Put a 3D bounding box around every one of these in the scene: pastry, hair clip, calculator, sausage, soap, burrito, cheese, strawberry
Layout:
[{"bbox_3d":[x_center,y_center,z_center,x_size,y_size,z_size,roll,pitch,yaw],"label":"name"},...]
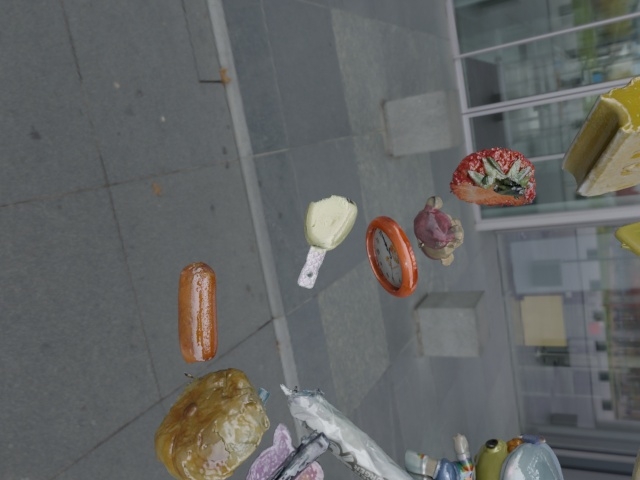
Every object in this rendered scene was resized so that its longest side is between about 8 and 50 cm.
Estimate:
[{"bbox_3d":[-0.136,0.234,0.690,0.081,0.153,0.153,65,35,-37],"label":"pastry"},{"bbox_3d":[-0.054,0.415,0.958,0.146,0.056,0.187,43,72,2],"label":"hair clip"},{"bbox_3d":[0.770,-0.004,1.192,0.157,0.236,0.033,-106,-171,-57],"label":"calculator"},{"bbox_3d":[-0.239,0.140,1.063,0.076,0.076,0.198,-3,93,-61],"label":"sausage"},{"bbox_3d":[0.820,-0.273,1.400,0.335,0.293,0.156,81,-8,-66],"label":"soap"},{"bbox_3d":[0.070,0.509,1.380,0.101,0.445,0.139,-49,172,-5],"label":"burrito"},{"bbox_3d":[0.000,0.000,1.340,0.050,0.127,0.256,82,27,-62],"label":"cheese"},{"bbox_3d":[0.383,-0.143,1.220,0.286,0.188,0.106,158,-52,-88],"label":"strawberry"}]

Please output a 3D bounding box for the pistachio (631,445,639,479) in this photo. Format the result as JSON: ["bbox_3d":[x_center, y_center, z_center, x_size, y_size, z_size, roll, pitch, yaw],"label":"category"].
[{"bbox_3d":[0.862,0.483,1.156,0.445,0.281,0.365,-41,102,-10],"label":"pistachio"}]

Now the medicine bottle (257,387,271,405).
[{"bbox_3d":[-0.221,0.557,1.680,0.053,0.090,0.209,43,66,-32],"label":"medicine bottle"}]

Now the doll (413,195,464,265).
[{"bbox_3d":[0.383,-0.031,1.771,0.256,0.152,0.196,52,38,-70],"label":"doll"}]

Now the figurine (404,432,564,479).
[{"bbox_3d":[0.401,0.611,1.356,0.225,0.381,0.205,68,25,-16],"label":"figurine"}]

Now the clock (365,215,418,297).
[{"bbox_3d":[0.172,0.039,1.318,0.051,0.205,0.205,-18,105,-20],"label":"clock"}]
